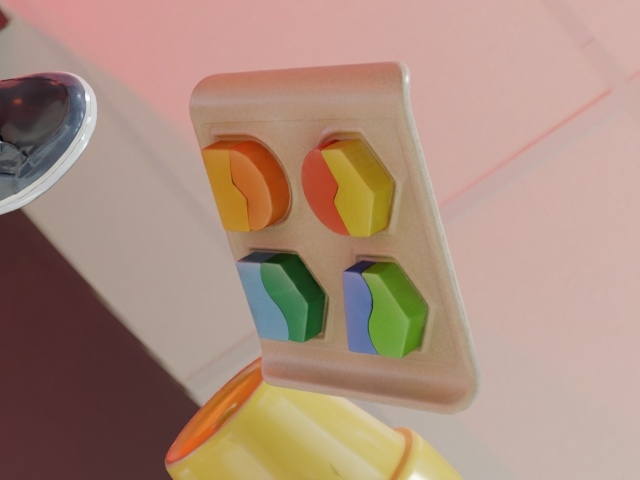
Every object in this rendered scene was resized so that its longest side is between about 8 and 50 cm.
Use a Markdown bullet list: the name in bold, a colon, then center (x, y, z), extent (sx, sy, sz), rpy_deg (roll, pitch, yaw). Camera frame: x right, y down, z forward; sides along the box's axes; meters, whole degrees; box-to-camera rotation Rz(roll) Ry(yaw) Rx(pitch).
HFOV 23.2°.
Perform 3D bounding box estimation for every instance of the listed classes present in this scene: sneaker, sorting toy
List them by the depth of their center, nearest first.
- **sorting toy**: center (0.000, 0.000, 0.940), extent (0.193, 0.038, 0.208), rpy_deg (3, -69, 48)
- **sneaker**: center (-0.266, -0.066, 0.999), extent (0.226, 0.163, 0.086), rpy_deg (-24, -110, 5)

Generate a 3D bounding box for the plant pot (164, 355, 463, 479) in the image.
- **plant pot**: center (-0.021, 0.253, 1.587), extent (0.239, 0.254, 0.254), rpy_deg (45, -52, -9)
